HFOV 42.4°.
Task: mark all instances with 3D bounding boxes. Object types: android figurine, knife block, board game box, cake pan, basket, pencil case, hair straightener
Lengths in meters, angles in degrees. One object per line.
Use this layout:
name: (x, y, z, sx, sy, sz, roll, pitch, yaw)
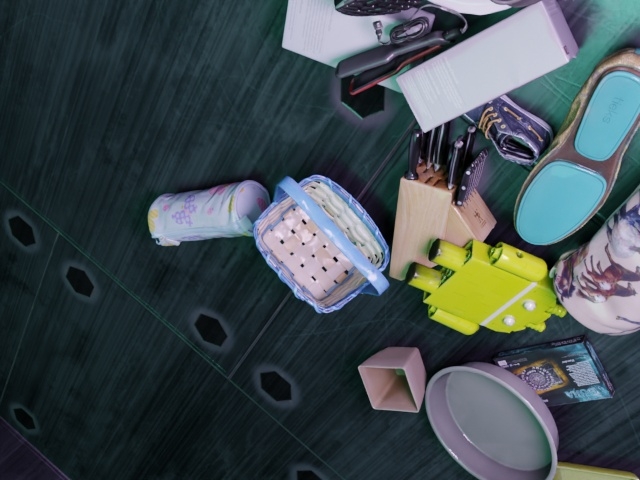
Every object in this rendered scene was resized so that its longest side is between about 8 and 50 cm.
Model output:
android figurine: (0.293, 0.087, 1.432, 0.272, 0.056, 0.248, 24, 142, -13)
knife block: (0.179, -0.083, 1.436, 0.275, 0.088, 0.242, -29, 100, 42)
board game box: (0.430, 0.248, 1.529, 0.186, 0.026, 0.126, -19, 108, 40)
cake pan: (0.338, 0.358, 1.609, 0.293, 0.054, 0.293, 28, 135, 32)
basket: (0.000, 0.000, 1.493, 0.255, 0.201, 0.289, 49, 173, -4)
pencil case: (-0.232, -0.053, 1.703, 0.273, 0.124, 0.113, -7, 115, 36)
hair straightener: (0.113, -0.292, 1.238, 0.230, 0.047, 0.089, -15, 139, 37)
pencil case: (0.492, -0.016, 1.188, 0.183, 0.160, 0.410, 50, 144, 18)

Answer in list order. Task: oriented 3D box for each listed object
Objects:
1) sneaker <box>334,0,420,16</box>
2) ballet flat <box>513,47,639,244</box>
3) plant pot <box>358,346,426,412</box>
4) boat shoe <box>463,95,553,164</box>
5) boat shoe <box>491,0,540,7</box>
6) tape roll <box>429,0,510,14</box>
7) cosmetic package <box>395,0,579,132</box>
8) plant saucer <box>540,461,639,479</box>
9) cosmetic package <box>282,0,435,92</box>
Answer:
sneaker: (0.124, -0.408, 1.137, 0.283, 0.107, 0.124, -18, 80, 47)
ballet flat: (0.399, -0.137, 1.237, 0.123, 0.123, 0.349, 31, 135, 13)
plant pot: (0.158, 0.273, 1.678, 0.109, 0.096, 0.109, -3, 117, 36)
boat shoe: (0.276, -0.188, 1.304, 0.183, 0.083, 0.065, 31, 131, 13)
boat shoe: (0.332, -0.396, 0.986, 0.112, 0.095, 0.335, 49, 131, -2)
tape roll: (0.226, -0.467, 1.143, 0.286, 0.100, 0.286, 18, 128, 24)
cosmetic package: (0.247, -0.259, 1.215, 0.238, 0.127, 0.107, -27, 96, 27)
plant saucer: (0.542, 0.508, 1.614, 0.188, 0.045, 0.188, 0, 118, 33)
cosmetic package: (0.059, -0.342, 1.348, 0.231, 0.085, 0.117, 25, 129, 15)
